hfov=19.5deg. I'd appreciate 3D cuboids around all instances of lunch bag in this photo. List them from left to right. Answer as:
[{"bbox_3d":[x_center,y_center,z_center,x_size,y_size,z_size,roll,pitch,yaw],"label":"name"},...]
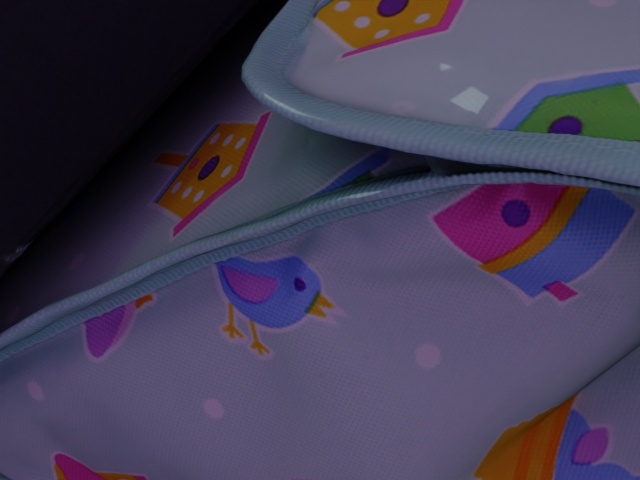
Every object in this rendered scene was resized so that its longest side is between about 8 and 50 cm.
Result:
[{"bbox_3d":[0.058,-0.020,0.433,0.262,0.160,0.223,-29,19,44],"label":"lunch bag"}]

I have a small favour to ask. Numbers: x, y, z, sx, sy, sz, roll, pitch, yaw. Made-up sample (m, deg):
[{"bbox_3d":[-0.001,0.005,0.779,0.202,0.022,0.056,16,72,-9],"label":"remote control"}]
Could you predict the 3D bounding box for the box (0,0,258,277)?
[{"bbox_3d":[-0.129,-0.101,0.527,0.312,0.179,0.343,-46,13,1],"label":"box"}]
